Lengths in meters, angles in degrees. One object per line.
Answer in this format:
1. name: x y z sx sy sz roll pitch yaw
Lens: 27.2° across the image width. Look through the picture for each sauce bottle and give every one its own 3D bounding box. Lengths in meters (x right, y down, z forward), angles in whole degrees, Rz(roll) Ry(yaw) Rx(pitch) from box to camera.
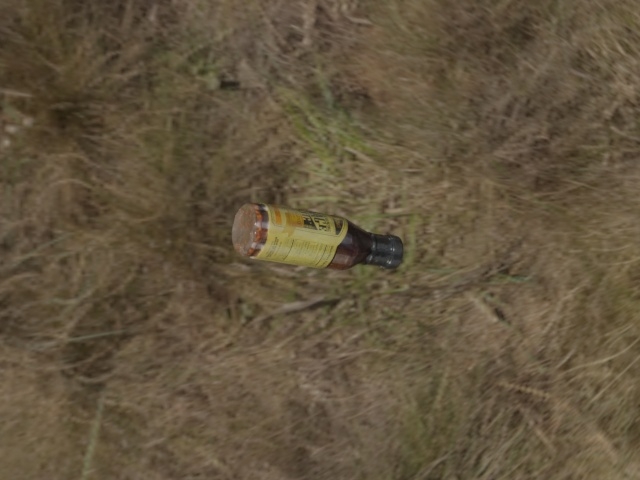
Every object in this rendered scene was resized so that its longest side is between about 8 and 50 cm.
1. sauce bottle: 0.000 0.000 0.957 0.042 0.128 0.042 -21 65 56
